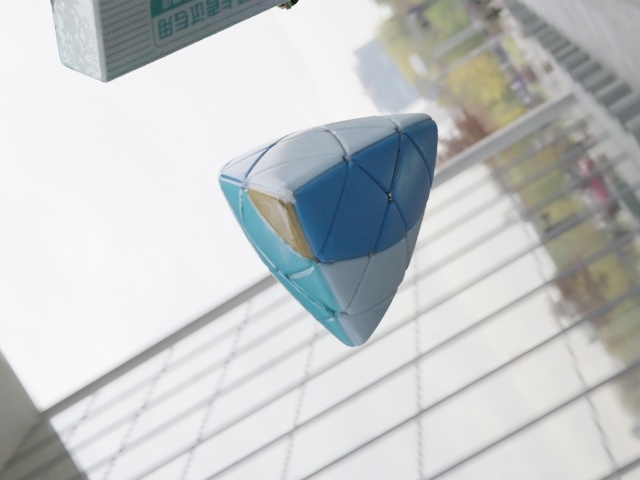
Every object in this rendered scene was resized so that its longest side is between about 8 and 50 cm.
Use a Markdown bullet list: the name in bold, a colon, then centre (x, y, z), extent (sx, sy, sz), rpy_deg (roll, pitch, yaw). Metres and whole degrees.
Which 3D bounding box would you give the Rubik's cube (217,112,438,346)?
- **Rubik's cube**: centre (0.000, 0.000, 1.438), extent (0.254, 0.254, 0.254), rpy_deg (56, -170, -15)

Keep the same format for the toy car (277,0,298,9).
- **toy car**: centre (-0.045, -0.247, 1.296), extent (0.059, 0.035, 0.122), rpy_deg (51, -155, -35)

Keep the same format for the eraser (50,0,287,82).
- **eraser**: centre (-0.081, -0.189, 0.966), extent (0.052, 0.225, 0.095), rpy_deg (22, 129, 35)
